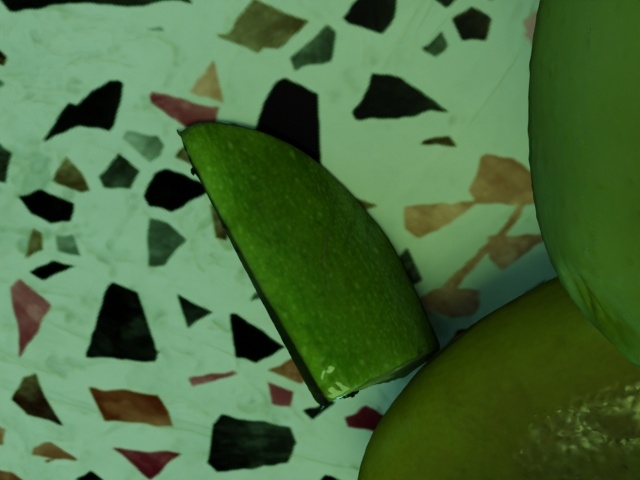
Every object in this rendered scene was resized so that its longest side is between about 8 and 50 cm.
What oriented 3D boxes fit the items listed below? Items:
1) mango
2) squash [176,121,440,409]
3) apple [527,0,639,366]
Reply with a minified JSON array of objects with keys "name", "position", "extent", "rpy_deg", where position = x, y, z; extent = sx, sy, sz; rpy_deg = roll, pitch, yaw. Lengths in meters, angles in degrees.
[{"name":"mango","position":[0.223,0.163,1.529],"extent":[0.445,0.221,0.301],"rpy_deg":[-27,128,31]},{"name":"squash","position":[0.000,0.000,1.553],"extent":[0.093,0.169,0.252],"rpy_deg":[-31,81,18]},{"name":"apple","position":[0.348,-0.097,1.213],"extent":[0.473,0.474,0.474],"rpy_deg":[2,122,3]}]
